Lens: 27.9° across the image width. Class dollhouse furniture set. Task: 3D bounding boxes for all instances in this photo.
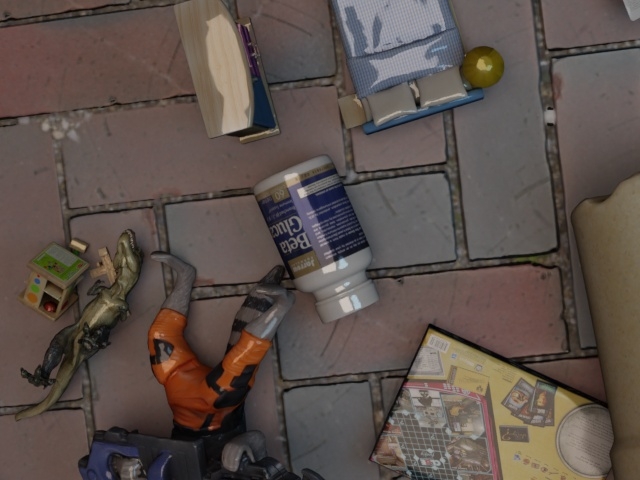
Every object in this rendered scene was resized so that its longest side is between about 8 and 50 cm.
[{"bbox_3d":[0.015,-0.253,1.341,0.303,0.198,0.286,-15,91,6],"label":"dollhouse furniture set"}]

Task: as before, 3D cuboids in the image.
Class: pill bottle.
[{"bbox_3d":[0.000,0.000,1.405,0.094,0.094,0.169,-24,90,6],"label":"pill bottle"}]

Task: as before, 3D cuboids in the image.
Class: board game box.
[{"bbox_3d":[0.197,0.216,1.421,0.243,0.042,0.165,25,95,4],"label":"board game box"}]

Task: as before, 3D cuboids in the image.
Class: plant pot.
[{"bbox_3d":[0.398,0.077,1.277,0.334,0.334,0.305,-18,80,6],"label":"plant pot"}]

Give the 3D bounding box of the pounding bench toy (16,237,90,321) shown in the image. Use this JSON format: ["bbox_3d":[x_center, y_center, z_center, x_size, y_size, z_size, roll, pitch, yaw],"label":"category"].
[{"bbox_3d":[-0.295,0.042,1.462,0.052,0.083,0.065,30,127,6],"label":"pounding bench toy"}]

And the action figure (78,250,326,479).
[{"bbox_3d":[-0.081,0.199,1.387,0.341,0.178,0.330,11,100,31],"label":"action figure"}]

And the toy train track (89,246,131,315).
[{"bbox_3d":[-0.236,0.048,1.472,0.048,0.014,0.083,-20,91,7],"label":"toy train track"}]

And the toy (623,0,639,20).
[{"bbox_3d":[0.329,-0.366,1.352,0.137,0.056,0.237,-30,107,-17],"label":"toy"}]

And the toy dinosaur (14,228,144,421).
[{"bbox_3d":[-0.268,0.115,1.418,0.064,0.118,0.268,35,99,-3],"label":"toy dinosaur"}]
